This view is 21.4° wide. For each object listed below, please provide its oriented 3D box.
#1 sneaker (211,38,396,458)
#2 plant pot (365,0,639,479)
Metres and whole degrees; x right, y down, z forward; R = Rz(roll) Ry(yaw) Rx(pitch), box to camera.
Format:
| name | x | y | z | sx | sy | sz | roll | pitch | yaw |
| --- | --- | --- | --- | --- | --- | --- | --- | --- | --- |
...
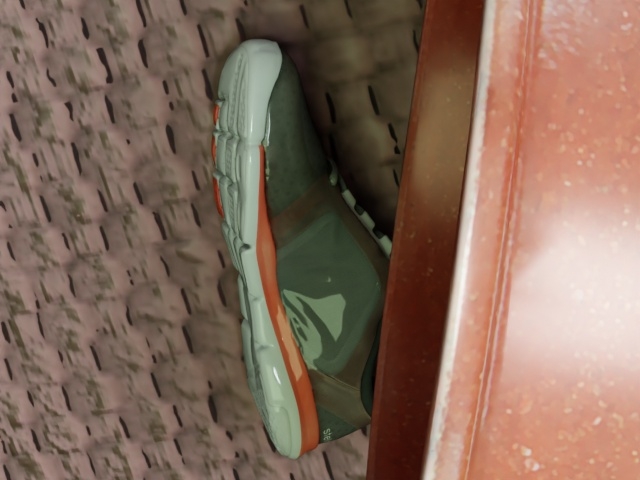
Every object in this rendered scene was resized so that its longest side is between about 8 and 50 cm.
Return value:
| name | x | y | z | sx | sy | sz | roll | pitch | yaw |
| --- | --- | --- | --- | --- | --- | --- | --- | --- | --- |
| sneaker | 0.000 | 0.000 | 0.608 | 0.065 | 0.061 | 0.157 | -11 | 115 | -10 |
| plant pot | 0.156 | 0.011 | 0.455 | 0.265 | 0.272 | 0.272 | 7 | 117 | 0 |
